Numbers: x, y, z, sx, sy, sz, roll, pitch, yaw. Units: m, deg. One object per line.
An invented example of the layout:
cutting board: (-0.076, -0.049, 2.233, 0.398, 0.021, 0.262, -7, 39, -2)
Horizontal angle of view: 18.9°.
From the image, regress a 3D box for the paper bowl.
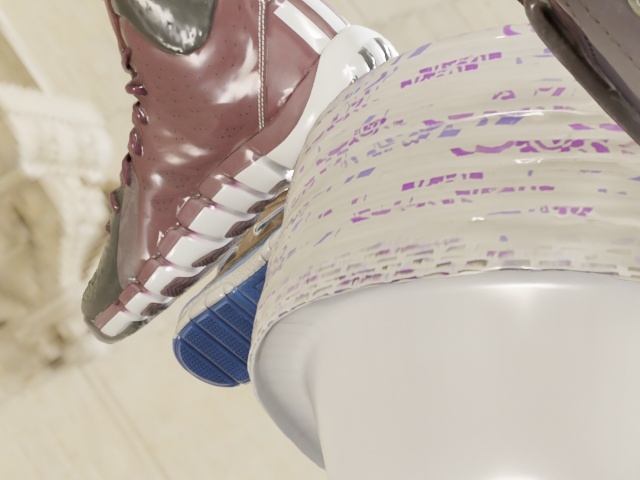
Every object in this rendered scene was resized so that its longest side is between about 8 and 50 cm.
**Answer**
paper bowl: (0.115, 0.061, 0.647, 0.284, 0.284, 0.148, 101, -178, -65)

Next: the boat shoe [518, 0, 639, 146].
boat shoe: (0.091, -0.064, 0.392, 0.103, 0.285, 0.092, -39, 16, 9)

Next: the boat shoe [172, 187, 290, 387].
boat shoe: (0.000, 0.000, 0.902, 0.183, 0.066, 0.066, -30, 29, 33)

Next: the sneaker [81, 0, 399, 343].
sneaker: (-0.089, -0.071, 1.125, 0.281, 0.162, 0.106, -44, -2, 34)
